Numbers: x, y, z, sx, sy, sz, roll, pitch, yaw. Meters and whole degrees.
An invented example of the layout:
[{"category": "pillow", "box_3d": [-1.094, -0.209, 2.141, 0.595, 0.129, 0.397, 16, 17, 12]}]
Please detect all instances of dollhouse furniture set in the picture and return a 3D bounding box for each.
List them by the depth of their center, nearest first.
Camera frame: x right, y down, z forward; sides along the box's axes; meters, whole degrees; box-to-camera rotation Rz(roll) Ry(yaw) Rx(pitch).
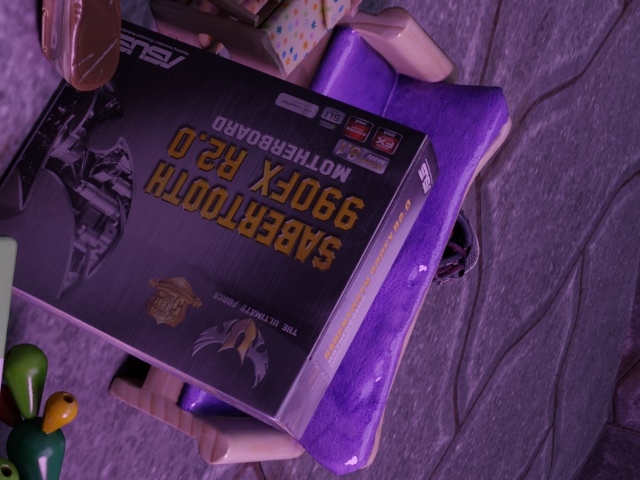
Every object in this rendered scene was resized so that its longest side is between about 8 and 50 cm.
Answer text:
[{"category": "dollhouse furniture set", "box_3d": [-0.025, -0.216, 0.760, 0.182, 0.101, 0.161, -52, 151, -30]}]

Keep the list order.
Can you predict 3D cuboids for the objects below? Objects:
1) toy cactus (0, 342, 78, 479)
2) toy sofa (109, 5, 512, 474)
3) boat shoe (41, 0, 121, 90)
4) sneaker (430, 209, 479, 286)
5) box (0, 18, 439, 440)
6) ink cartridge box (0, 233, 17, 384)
[{"category": "toy cactus", "box_3d": [-0.189, 0.182, 0.709, 0.180, 0.112, 0.219, 78, -3, -61]}, {"category": "toy sofa", "box_3d": [0.000, 0.000, 0.902, 0.363, 0.177, 0.150, -67, 156, 0]}, {"category": "boat shoe", "box_3d": [-0.138, -0.155, 0.651, 0.050, 0.045, 0.135, -17, 129, -50]}, {"category": "sneaker", "box_3d": [0.115, 0.006, 1.214, 0.299, 0.112, 0.121, 18, 94, -66]}, {"category": "box", "box_3d": [-0.072, -0.015, 0.678, 0.183, 0.231, 0.056, -61, 158, -14]}, {"category": "ink cartridge box", "box_3d": [-0.251, 0.126, 0.503, 0.198, 0.114, 0.273, -4, 102, -67]}]
